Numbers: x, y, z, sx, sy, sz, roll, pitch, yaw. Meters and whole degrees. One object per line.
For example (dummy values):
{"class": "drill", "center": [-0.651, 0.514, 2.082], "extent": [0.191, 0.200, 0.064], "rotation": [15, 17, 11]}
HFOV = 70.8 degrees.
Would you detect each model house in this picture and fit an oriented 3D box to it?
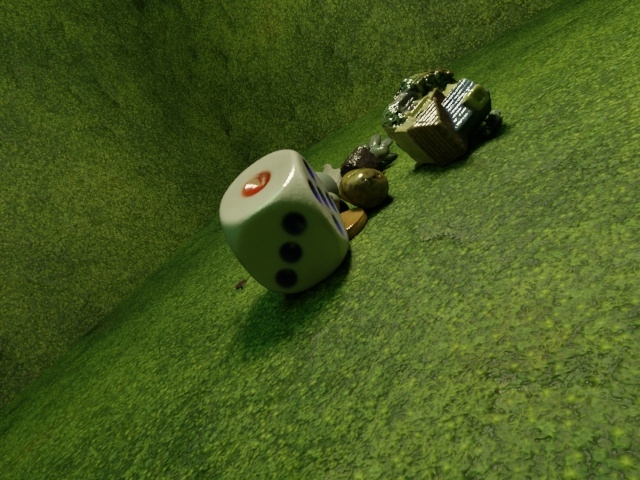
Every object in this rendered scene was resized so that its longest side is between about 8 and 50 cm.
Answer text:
{"class": "model house", "center": [0.394, -0.423, 1.489], "extent": [0.321, 0.261, 0.266], "rotation": [-50, 19, 3]}

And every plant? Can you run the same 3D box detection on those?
{"class": "plant", "center": [0.204, -0.341, 1.864], "extent": [0.274, 0.146, 0.149], "rotation": [-45, 17, -30]}

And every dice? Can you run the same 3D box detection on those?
{"class": "dice", "center": [-0.099, -0.055, 1.301], "extent": [0.276, 0.304, 0.304], "rotation": [-32, 34, 10]}

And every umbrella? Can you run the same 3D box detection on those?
{"class": "umbrella", "center": [0.563, -0.391, 1.484], "extent": [0.050, 0.046, 0.188], "rotation": [21, 42, 14]}

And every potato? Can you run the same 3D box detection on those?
{"class": "potato", "center": [0.147, -0.182, 1.541], "extent": [0.137, 0.154, 0.200], "rotation": [-59, 12, -5]}

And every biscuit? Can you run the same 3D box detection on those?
{"class": "biscuit", "center": [-0.002, -0.002, 1.509], "extent": [0.354, 0.052, 0.275], "rotation": [-33, 17, 10]}

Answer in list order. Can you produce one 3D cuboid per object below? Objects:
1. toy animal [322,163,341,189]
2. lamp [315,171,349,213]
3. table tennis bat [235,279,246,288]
{"class": "toy animal", "center": [-0.046, -0.188, 1.942], "extent": [0.266, 0.188, 0.308], "rotation": [8, 42, 25]}
{"class": "lamp", "center": [-0.009, -0.158, 1.701], "extent": [0.197, 0.198, 0.244], "rotation": [-37, 39, -5]}
{"class": "table tennis bat", "center": [-0.297, 0.166, 1.686], "extent": [0.050, 0.007, 0.083], "rotation": [-36, 15, -6]}
